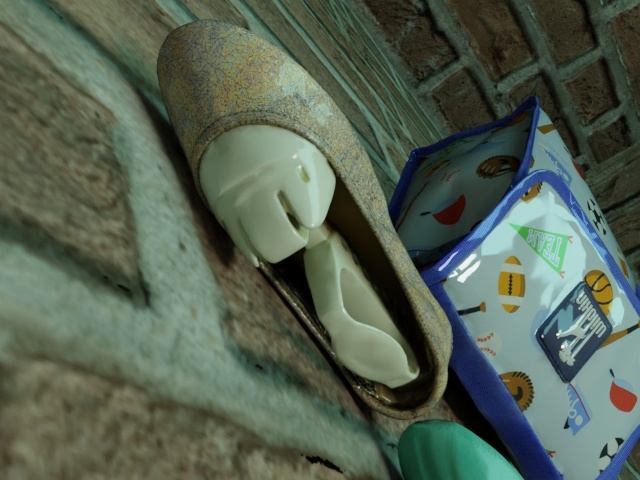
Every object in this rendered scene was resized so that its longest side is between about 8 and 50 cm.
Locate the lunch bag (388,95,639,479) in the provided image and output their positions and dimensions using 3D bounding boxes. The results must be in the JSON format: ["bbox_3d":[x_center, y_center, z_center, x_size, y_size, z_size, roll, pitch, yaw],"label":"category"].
[{"bbox_3d":[0.232,0.060,0.917,0.328,0.239,0.385,56,31,-15],"label":"lunch bag"}]

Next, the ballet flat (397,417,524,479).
[{"bbox_3d":[0.129,0.234,0.530,0.247,0.083,0.087,56,29,-6],"label":"ballet flat"}]

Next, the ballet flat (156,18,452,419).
[{"bbox_3d":[0.000,0.000,0.522,0.316,0.107,0.106,51,24,-23],"label":"ballet flat"}]
